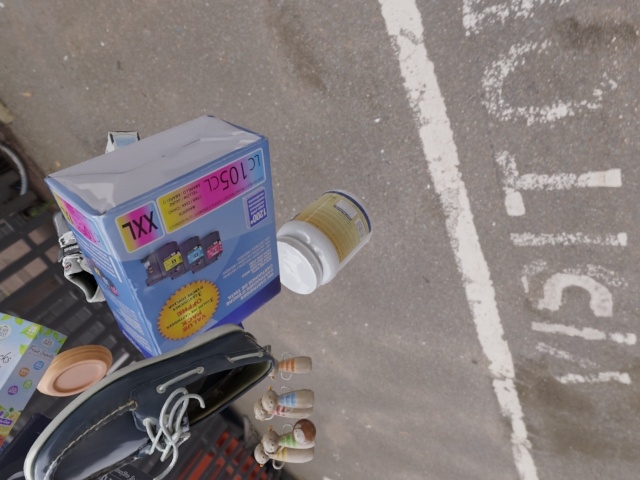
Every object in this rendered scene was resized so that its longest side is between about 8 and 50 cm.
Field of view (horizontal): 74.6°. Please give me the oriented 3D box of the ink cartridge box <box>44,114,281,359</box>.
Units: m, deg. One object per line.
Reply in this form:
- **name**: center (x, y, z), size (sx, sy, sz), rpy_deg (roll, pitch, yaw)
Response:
- **ink cartridge box**: center (-0.212, 0.032, 0.700), size (0.151, 0.270, 0.395), rpy_deg (31, 140, 30)

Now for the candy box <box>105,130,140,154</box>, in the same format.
- **candy box**: center (-0.477, -0.134, 1.058), size (0.159, 0.071, 0.233), rpy_deg (-35, 72, 53)

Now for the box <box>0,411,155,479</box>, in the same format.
- **box**: center (-0.368, 0.483, 0.570), size (0.343, 0.312, 0.179), rpy_deg (40, 117, -15)

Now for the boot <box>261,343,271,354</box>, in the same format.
- **boot**: center (-0.271, 0.379, 1.320), size (0.209, 0.076, 0.189), rpy_deg (14, 129, -16)

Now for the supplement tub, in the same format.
- **supplement tub**: center (0.000, 0.000, 1.339), size (0.228, 0.316, 0.228), rpy_deg (25, 136, 26)

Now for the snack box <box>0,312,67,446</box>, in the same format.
- **snack box**: center (-0.608, 0.246, 0.781), size (0.175, 0.207, 0.070), rpy_deg (7, 150, 23)

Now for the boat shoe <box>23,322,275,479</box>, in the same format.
- **boat shoe**: center (-0.156, 0.175, 0.441), size (0.079, 0.254, 0.095), rpy_deg (25, 117, 32)

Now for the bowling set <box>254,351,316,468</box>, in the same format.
- **bowling set**: center (-0.091, 0.422, 1.019), size (0.154, 0.287, 0.200), rpy_deg (-2, 169, -4)

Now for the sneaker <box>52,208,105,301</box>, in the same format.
- **sneaker**: center (-0.761, 0.046, 1.335), size (0.122, 0.146, 0.330), rpy_deg (-28, 97, 12)

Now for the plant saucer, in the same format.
- **plant saucer**: center (-0.706, 0.384, 1.217), size (0.037, 0.200, 0.200), rpy_deg (47, 150, 32)
